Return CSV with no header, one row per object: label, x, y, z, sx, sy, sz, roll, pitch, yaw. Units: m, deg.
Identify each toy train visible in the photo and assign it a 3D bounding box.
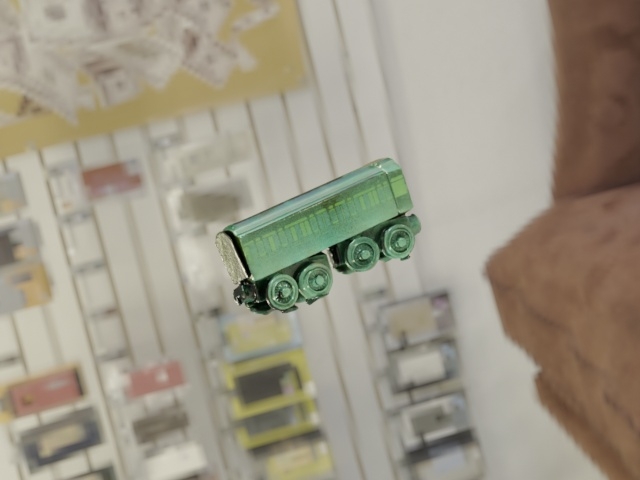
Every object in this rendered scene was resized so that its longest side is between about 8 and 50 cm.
toy train,0.000,0.000,1.129,0.038,0.148,0.071,-3,110,64
